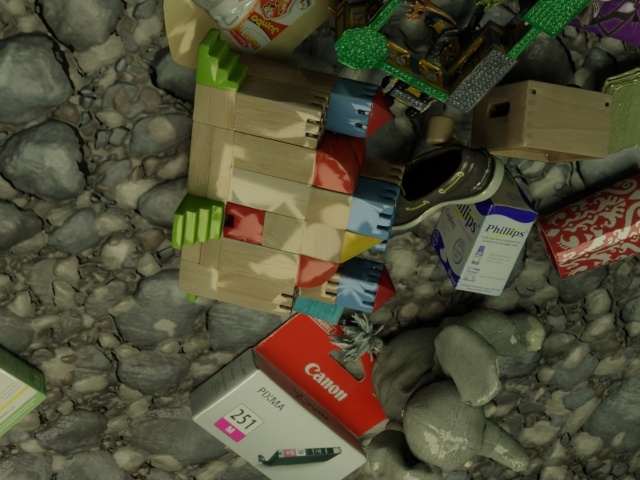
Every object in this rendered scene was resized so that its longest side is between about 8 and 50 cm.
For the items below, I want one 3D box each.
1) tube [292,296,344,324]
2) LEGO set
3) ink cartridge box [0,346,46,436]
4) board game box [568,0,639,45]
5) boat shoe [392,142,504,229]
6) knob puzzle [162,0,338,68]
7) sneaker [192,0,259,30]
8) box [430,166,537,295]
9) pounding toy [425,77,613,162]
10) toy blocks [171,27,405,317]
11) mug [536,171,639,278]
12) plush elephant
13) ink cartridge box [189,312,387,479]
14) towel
[{"bbox_3d":[-0.045,0.063,1.571,0.207,0.052,0.080,16,116,-29],"label":"tube"},{"bbox_3d":[0.165,-0.317,1.305,0.255,0.192,0.331,18,134,-18],"label":"LEGO set"},{"bbox_3d":[-0.511,0.187,1.522,0.171,0.056,0.235,-39,126,13],"label":"ink cartridge box"},{"bbox_3d":[0.418,-0.409,1.380,0.208,0.056,0.346,8,120,-25],"label":"board game box"},{"bbox_3d":[0.127,-0.073,1.452,0.069,0.081,0.228,25,151,-34],"label":"boat shoe"},{"bbox_3d":[-0.100,-0.277,1.336,0.213,0.030,0.213,-8,125,-11],"label":"knob puzzle"},{"bbox_3d":[-0.085,-0.316,1.180,0.121,0.099,0.262,29,146,-21],"label":"sneaker"},{"bbox_3d":[0.217,-0.018,1.537,0.072,0.126,0.137,10,119,-19],"label":"box"},{"bbox_3d":[0.232,-0.158,1.456,0.206,0.181,0.094,6,89,-23],"label":"pounding toy"},{"bbox_3d":[-0.021,-0.051,1.351,0.261,0.190,0.381,13,124,6],"label":"toy blocks"},{"bbox_3d":[0.404,-0.004,1.609,0.169,0.113,0.150,-21,124,4],"label":"mug"},{"bbox_3d":[0.186,0.235,1.606,0.330,0.255,0.272,21,112,-28],"label":"plush elephant"},{"bbox_3d":[-0.017,0.248,1.694,0.239,0.060,0.275,-37,124,12],"label":"ink cartridge box"},{"bbox_3d":[0.420,-0.177,1.529,0.110,0.027,0.148,-16,140,-7],"label":"towel"}]
